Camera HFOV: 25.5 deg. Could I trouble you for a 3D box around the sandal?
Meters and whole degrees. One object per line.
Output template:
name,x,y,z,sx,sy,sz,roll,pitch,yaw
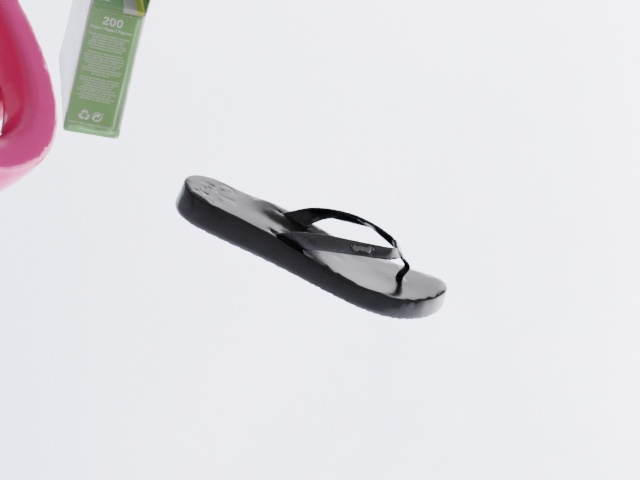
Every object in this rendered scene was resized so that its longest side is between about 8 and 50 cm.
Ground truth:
sandal,0.000,0.000,1.226,0.254,0.054,0.097,23,-162,-11

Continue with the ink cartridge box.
ink cartridge box,-0.177,-0.229,1.237,0.056,0.235,0.171,10,-153,-16

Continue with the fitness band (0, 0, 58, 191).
fitness band,-0.252,-0.148,0.787,0.054,0.209,0.291,-34,-101,19
